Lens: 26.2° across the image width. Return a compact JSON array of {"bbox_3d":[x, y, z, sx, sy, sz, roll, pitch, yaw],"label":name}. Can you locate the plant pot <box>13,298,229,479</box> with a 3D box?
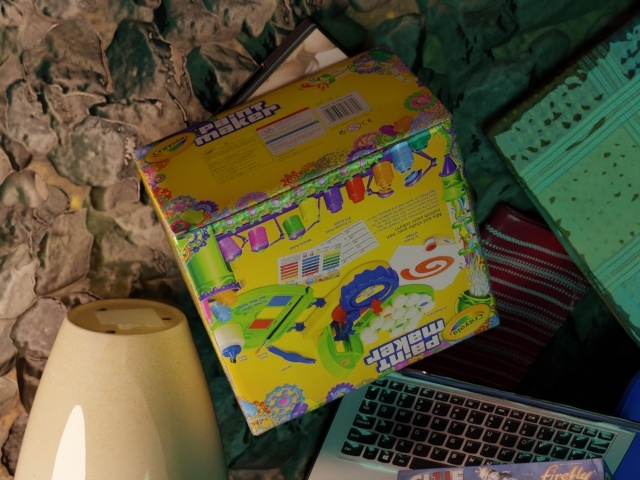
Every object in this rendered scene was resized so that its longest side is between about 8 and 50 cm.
[{"bbox_3d":[-0.212,0.210,1.480,0.256,0.256,0.274,-3,105,-22],"label":"plant pot"}]

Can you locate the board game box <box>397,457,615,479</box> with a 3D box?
[{"bbox_3d":[0.229,0.313,1.611,0.243,0.042,0.165,-7,146,21],"label":"board game box"}]

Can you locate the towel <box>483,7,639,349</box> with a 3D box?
[{"bbox_3d":[0.395,-0.064,1.581,0.271,0.040,0.370,-38,104,5],"label":"towel"}]

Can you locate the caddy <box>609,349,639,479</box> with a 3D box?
[{"bbox_3d":[0.502,0.251,1.802,0.179,0.241,0.341,-37,150,-58],"label":"caddy"}]

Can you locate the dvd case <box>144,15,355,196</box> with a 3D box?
[{"bbox_3d":[-0.040,-0.095,1.466,0.253,0.022,0.180,-45,128,10],"label":"dvd case"}]

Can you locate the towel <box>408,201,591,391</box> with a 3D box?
[{"bbox_3d":[0.222,0.091,1.701,0.198,0.031,0.275,21,111,-32],"label":"towel"}]

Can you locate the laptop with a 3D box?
[{"bbox_3d":[0.211,0.287,1.629,0.381,0.236,0.408,15,119,-12],"label":"laptop"}]

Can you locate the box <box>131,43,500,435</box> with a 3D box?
[{"bbox_3d":[0.000,0.000,1.419,0.290,0.177,0.279,-23,127,-8],"label":"box"}]
